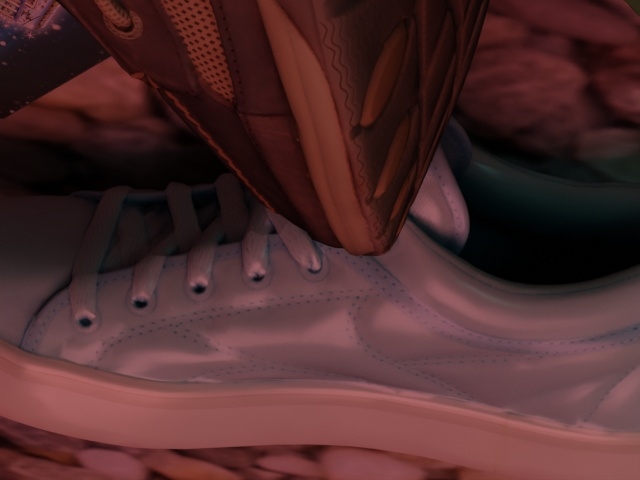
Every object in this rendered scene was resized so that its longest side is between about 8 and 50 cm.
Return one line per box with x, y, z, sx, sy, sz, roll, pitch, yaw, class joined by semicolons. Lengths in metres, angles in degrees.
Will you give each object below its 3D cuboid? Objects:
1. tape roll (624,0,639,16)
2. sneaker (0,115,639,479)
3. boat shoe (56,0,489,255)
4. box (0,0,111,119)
0.159;-0.104;0.491;0.077;0.321;0.321;-46;133;-7;tape roll
0.000;0.000;0.795;0.366;0.135;0.150;5;124;-3;sneaker
-0.031;-0.118;0.532;0.130;0.132;0.355;17;154;19;boat shoe
-0.090;-0.145;0.663;0.233;0.044;0.159;-25;133;33;box
